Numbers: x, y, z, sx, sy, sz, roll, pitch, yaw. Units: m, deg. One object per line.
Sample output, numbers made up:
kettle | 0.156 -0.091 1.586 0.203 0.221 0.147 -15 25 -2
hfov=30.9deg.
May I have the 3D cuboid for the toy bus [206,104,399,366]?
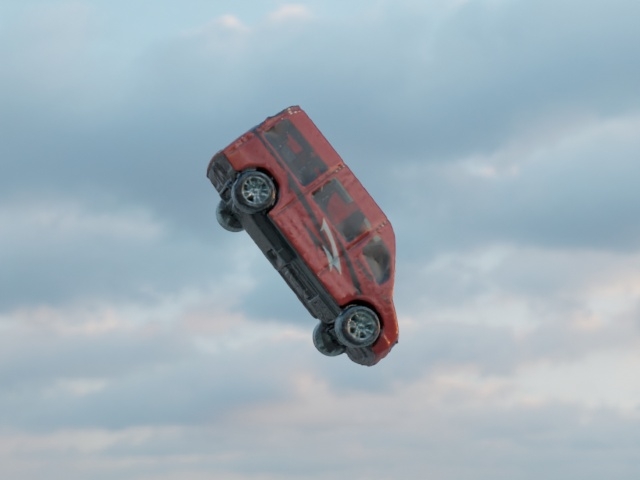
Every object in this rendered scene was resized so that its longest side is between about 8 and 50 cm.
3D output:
toy bus | 0.000 0.000 0.865 0.089 0.195 0.081 -37 0 -18
